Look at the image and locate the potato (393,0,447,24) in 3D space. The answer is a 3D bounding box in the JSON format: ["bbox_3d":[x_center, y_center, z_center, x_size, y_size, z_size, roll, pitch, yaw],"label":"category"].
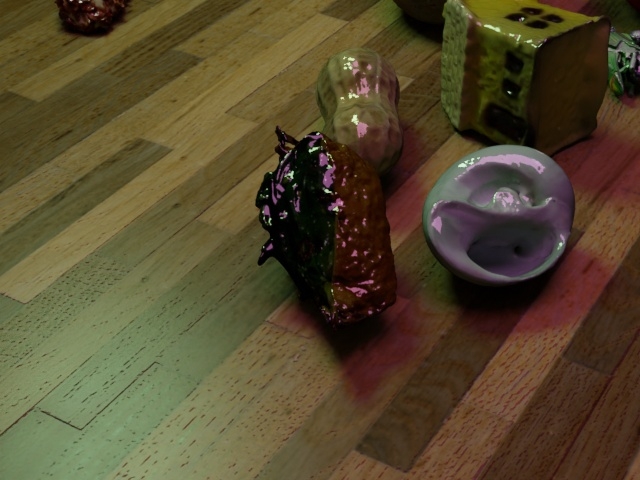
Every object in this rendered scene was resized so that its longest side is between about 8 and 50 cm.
[{"bbox_3d":[0.170,-0.508,2.046,0.397,0.290,0.296,8,60,42],"label":"potato"}]

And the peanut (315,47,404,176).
[{"bbox_3d":[0.054,-0.175,1.641,0.120,0.136,0.298,-16,36,10],"label":"peanut"}]

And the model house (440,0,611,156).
[{"bbox_3d":[0.274,-0.251,1.715,0.175,0.193,0.234,-23,40,-30],"label":"model house"}]

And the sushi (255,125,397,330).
[{"bbox_3d":[0.001,0.000,1.397,0.140,0.149,0.287,14,56,-30],"label":"sushi"}]

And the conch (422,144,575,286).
[{"bbox_3d":[0.215,-0.021,1.446,0.221,0.121,0.185,-31,50,-28],"label":"conch"}]

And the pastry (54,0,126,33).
[{"bbox_3d":[-0.384,-0.432,2.021,0.115,0.097,0.208,-3,36,10],"label":"pastry"}]

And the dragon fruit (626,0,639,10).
[{"bbox_3d":[0.609,-0.505,2.013,0.277,0.277,0.342,-12,55,-19],"label":"dragon fruit"}]

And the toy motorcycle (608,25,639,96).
[{"bbox_3d":[0.458,-0.291,1.883,0.106,0.074,0.190,-20,41,-13],"label":"toy motorcycle"}]
